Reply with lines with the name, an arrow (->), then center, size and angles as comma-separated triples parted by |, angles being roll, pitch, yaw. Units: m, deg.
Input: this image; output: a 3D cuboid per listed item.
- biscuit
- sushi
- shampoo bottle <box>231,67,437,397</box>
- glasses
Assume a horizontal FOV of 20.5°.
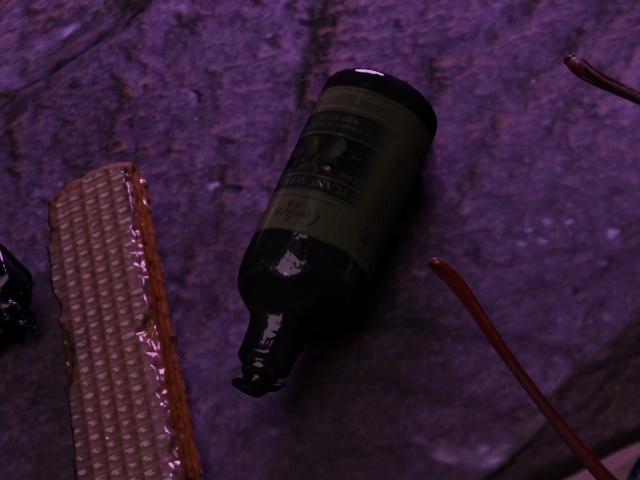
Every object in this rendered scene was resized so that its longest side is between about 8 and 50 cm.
biscuit -> -0.167, 0.081, 1.472 | 0.094, 0.054, 0.379 | -25, 46, 10
sushi -> -0.298, 0.062, 1.564 | 0.083, 0.056, 0.085 | -29, 45, 7
shampoo bottle -> 0.000, 0.000, 1.403 | 0.101, 0.101, 0.284 | 7, 60, 34
glasses -> 0.218, 0.039, 1.138 | 0.234, 0.268, 0.118 | -54, 29, -13
